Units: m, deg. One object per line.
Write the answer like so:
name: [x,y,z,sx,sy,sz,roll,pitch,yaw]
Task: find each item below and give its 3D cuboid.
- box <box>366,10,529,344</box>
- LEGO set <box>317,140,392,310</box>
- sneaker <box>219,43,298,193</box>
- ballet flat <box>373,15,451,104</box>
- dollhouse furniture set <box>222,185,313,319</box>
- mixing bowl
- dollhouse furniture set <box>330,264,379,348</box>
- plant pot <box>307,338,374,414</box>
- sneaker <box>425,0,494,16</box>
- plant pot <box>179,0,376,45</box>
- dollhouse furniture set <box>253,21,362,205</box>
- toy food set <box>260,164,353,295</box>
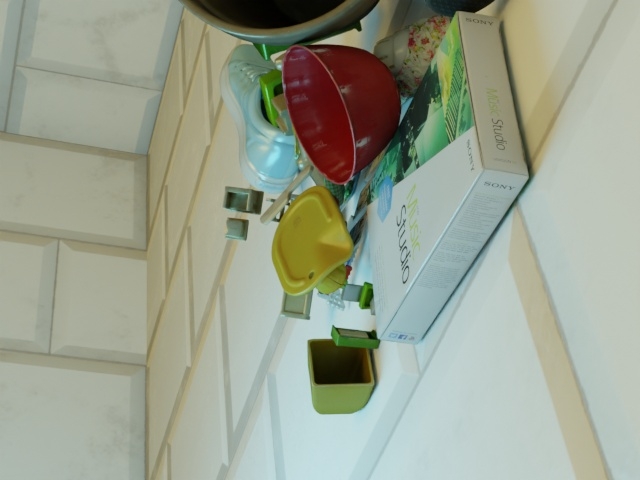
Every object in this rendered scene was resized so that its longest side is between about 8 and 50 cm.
box: [0.131,-0.064,1.357,0.322,0.058,0.232,117,156,-48]
LEGO set: [0.054,-0.020,1.672,0.244,0.060,0.182,128,161,-59]
sneaker: [-0.083,-0.254,2.131,0.150,0.135,0.366,-59,35,38]
ballet flat: [0.093,-0.219,1.538,0.241,0.077,0.091,135,144,-65]
dollhouse furniture set: [-0.074,0.019,1.822,0.101,0.161,0.182,17,-99,-77]
mixing bowl: [0.037,-0.169,1.486,0.181,0.098,0.181,51,153,38]
dollhouse furniture set: [0.058,0.061,1.549,0.076,0.058,0.152,-126,46,-68]
plant pot: [0.022,0.187,1.584,0.081,0.081,0.083,-98,11,-46]
sneaker: [0.185,-0.376,1.273,0.270,0.090,0.145,119,156,-43]
plant pot: [-0.023,-0.394,1.555,0.280,0.323,0.323,8,-90,-76]
dollhouse furniture set: [0.019,-0.209,1.737,0.301,0.151,0.198,-122,16,-53]
toy food set: [0.000,0.000,1.589,0.128,0.071,0.218,-51,31,19]
